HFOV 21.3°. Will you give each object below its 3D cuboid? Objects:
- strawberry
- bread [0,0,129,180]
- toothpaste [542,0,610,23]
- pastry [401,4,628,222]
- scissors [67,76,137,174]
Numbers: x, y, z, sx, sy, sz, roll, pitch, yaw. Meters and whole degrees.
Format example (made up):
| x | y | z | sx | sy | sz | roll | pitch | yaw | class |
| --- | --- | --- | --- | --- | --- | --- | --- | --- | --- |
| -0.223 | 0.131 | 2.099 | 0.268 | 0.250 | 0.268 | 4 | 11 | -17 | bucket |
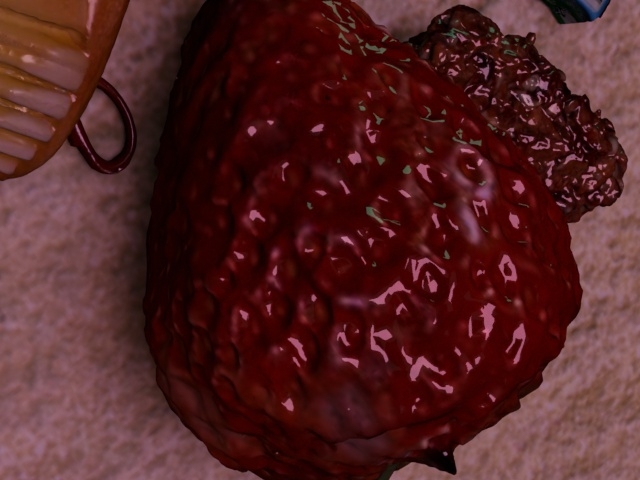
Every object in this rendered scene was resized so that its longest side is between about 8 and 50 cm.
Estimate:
| x | y | z | sx | sy | sz | roll | pitch | yaw | class |
| --- | --- | --- | --- | --- | --- | --- | --- | --- | --- |
| -0.001 | 0.014 | 1.096 | 0.310 | 0.292 | 0.291 | 37 | 78 | -13 | strawberry |
| -0.177 | -0.173 | 0.866 | 0.156 | 0.204 | 0.288 | 16 | 87 | -42 | bread |
| 0.246 | -0.291 | 1.313 | 0.065 | 0.050 | 0.266 | 37 | 78 | -23 | toothpaste |
| 0.133 | -0.085 | 1.249 | 0.208 | 0.097 | 0.115 | 38 | 82 | -26 | pastry |
| -0.211 | -0.152 | 1.121 | 0.144 | 0.017 | 0.247 | -16 | 100 | -24 | scissors |
